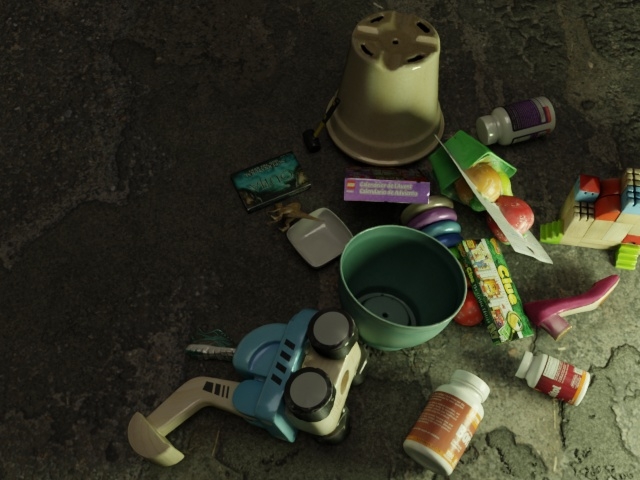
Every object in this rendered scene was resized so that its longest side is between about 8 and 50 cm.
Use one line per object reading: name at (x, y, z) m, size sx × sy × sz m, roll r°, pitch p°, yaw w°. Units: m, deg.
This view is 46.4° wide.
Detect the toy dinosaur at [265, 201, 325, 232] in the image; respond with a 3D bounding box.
toy dinosaur at (-0.081, -0.067, 1.906) m, size 0.183 × 0.053 × 0.093 m, roll 19°, pitch 52°, yaw 44°

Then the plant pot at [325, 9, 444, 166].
plant pot at (0.184, -0.420, 1.975) m, size 0.334 × 0.305 × 0.333 m, roll 1°, pitch 55°, yaw -1°

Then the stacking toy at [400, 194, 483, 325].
stacking toy at (0.314, 0.058, 1.851) m, size 0.141 × 0.141 × 0.330 m, roll -15°, pitch 69°, yaw -7°

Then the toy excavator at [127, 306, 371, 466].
toy excavator at (-0.158, 0.337, 1.683) m, size 0.446 × 0.222 × 0.432 m, roll 11°, pitch 63°, yaw 22°

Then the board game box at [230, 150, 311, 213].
board game box at (-0.135, -0.159, 2.017) m, size 0.186 × 0.026 × 0.126 m, roll -23°, pitch 64°, yaw -11°

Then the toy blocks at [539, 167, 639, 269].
toy blocks at (0.763, -0.073, 1.831) m, size 0.382 × 0.261 × 0.190 m, roll 8°, pitch 63°, yaw 5°

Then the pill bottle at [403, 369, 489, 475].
pill bottle at (0.287, 0.401, 1.665) m, size 0.121 × 0.121 × 0.216 m, roll 30°, pitch 67°, yaw 15°

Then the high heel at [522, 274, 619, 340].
high heel at (0.617, 0.134, 1.832) m, size 0.244 × 0.082 × 0.117 m, roll -38°, pitch 67°, yaw -9°

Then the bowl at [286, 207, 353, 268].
bowl at (0.000, 0.000, 1.918) m, size 0.142 × 0.053 × 0.142 m, roll -34°, pitch 67°, yaw -15°

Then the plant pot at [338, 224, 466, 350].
plant pot at (0.170, 0.136, 1.745) m, size 0.293 × 0.196 × 0.293 m, roll 7°, pitch 49°, yaw -8°

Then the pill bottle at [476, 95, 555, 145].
pill bottle at (0.533, -0.322, 2.050) m, size 0.194 × 0.108 × 0.108 m, roll -15°, pitch 63°, yaw -8°

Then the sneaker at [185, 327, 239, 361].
sneaker at (-0.237, 0.246, 1.788) m, size 0.167 × 0.065 × 0.076 m, roll 6°, pitch 59°, yaw 2°

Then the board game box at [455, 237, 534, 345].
board game box at (0.420, 0.118, 1.800) m, size 0.136 × 0.030 × 0.259 m, roll -4°, pitch 69°, yaw -43°

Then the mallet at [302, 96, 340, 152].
mallet at (0.003, -0.324, 2.022) m, size 0.039 × 0.189 × 0.062 m, roll -5°, pitch 52°, yaw -33°

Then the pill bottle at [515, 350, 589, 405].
pill bottle at (0.534, 0.315, 1.728) m, size 0.152 × 0.086 × 0.086 m, roll 23°, pitch 65°, yaw 13°

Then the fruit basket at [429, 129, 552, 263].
fruit basket at (0.421, -0.090, 1.848) m, size 0.165 × 0.327 × 0.353 m, roll -35°, pitch 68°, yaw 23°

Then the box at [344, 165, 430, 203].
box at (0.160, -0.143, 1.875) m, size 0.201 × 0.293 × 0.057 m, roll 2°, pitch 102°, yaw 2°
